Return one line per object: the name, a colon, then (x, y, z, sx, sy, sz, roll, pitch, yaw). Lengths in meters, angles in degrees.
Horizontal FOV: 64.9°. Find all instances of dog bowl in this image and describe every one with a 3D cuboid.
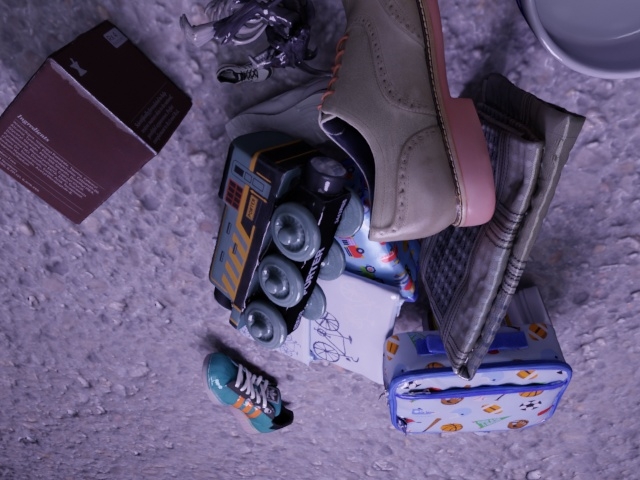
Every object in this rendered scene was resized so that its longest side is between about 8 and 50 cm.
dog bowl: (0.354, -0.326, 0.557, 0.265, 0.104, 0.264, 3, 129, 4)

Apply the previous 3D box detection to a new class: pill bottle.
pill bottle: (0.308, 0.156, 0.937, 0.215, 0.117, 0.117, -22, 123, 22)

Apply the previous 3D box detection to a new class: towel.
towel: (0.193, -0.040, 0.643, 0.056, 0.312, 0.324, 13, 114, -1)

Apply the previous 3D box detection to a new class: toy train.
toy train: (-0.067, 0.006, 0.724, 0.190, 0.142, 0.333, 38, 130, 22)

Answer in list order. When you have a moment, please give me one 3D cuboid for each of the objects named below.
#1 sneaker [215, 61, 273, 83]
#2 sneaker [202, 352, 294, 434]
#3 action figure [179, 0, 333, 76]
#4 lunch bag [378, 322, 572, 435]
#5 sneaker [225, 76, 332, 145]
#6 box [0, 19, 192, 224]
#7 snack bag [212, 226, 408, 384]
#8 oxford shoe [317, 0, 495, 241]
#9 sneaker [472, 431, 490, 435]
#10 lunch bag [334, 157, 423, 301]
sneaker: (-0.110, -0.238, 0.727, 0.084, 0.037, 0.031, -3, 126, 7)
sneaker: (-0.158, 0.347, 1.160, 0.121, 0.108, 0.302, -13, 133, 16)
action figure: (-0.098, -0.297, 0.609, 0.141, 0.164, 0.275, -28, 111, 14)
lunch bag: (0.246, 0.236, 0.851, 0.304, 0.114, 0.243, -6, 139, 3)
sneaker: (-0.039, -0.182, 0.739, 0.235, 0.094, 0.090, -5, 135, 36)
box: (-0.331, -0.166, 0.727, 0.203, 0.168, 0.167, -31, 118, 28)
snack bag: (-0.024, 0.139, 0.921, 0.343, 0.037, 0.323, 19, 141, 17)
oxford shoe: (0.057, -0.190, 0.552, 0.147, 0.396, 0.140, -17, 166, 0)
sneaker: (0.363, 0.310, 1.064, 0.153, 0.099, 0.282, -18, 121, 22)
lunch bag: (0.000, 0.000, 0.866, 0.294, 0.138, 0.220, -11, 128, 31)
